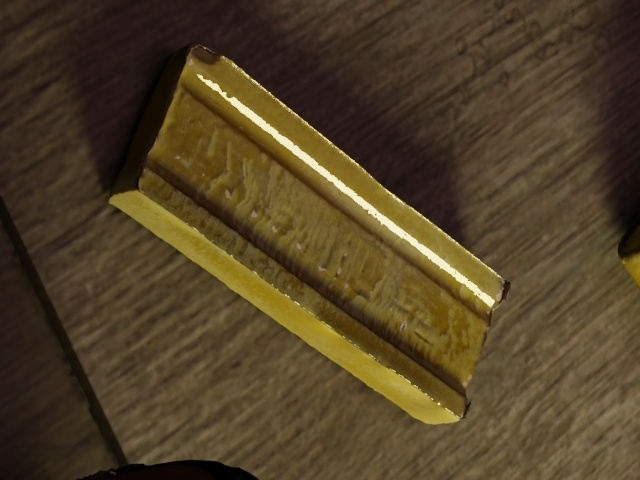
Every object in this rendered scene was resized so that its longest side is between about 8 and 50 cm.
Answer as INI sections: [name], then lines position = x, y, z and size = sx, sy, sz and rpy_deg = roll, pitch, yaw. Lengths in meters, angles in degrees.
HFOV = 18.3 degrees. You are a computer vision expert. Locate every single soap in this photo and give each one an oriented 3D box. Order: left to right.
[soap]
position = -0.001, 0.000, 1.054
size = 0.252, 0.037, 0.092
rpy_deg = 37, 63, -32

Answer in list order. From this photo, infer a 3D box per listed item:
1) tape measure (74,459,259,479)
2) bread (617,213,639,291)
[tape measure]
position = -0.097, 0.184, 0.842
size = 0.223, 0.202, 0.135
rpy_deg = -42, 112, -54
[bread]
position = 0.276, -0.039, 1.256
size = 0.094, 0.102, 0.245
rpy_deg = 51, 55, -17
